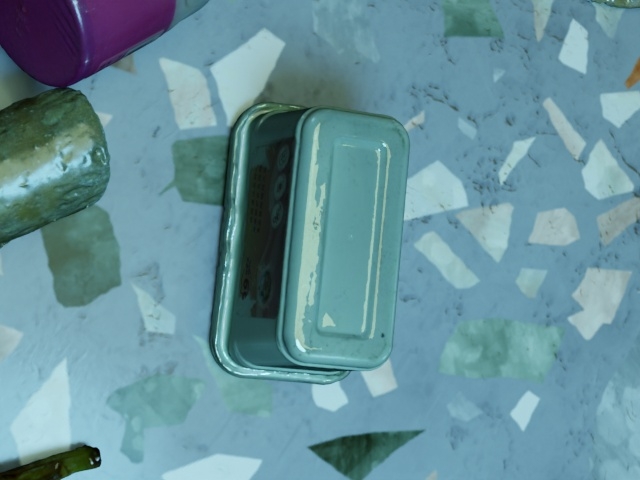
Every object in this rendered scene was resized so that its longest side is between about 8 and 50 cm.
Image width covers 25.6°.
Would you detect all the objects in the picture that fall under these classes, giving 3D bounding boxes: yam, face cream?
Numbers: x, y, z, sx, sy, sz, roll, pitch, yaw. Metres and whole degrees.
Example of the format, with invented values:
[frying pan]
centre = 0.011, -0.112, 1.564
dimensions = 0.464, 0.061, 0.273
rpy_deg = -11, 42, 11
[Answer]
[yam]
centre = -0.370, -0.034, 1.402
dimensions = 0.330, 0.133, 0.133
rpy_deg = -29, 99, -16
[face cream]
centre = -0.226, -0.271, 1.425
dimensions = 0.195, 0.175, 0.175
rpy_deg = -37, 102, -36

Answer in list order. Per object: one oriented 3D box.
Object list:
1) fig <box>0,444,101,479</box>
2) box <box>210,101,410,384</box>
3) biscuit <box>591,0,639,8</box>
[fig]
centre = -0.353, 0.301, 1.398
dimensions = 0.290, 0.191, 0.190
rpy_deg = -8, 91, -58
[box]
centre = 0.000, 0.000, 1.517
dimensions = 0.175, 0.182, 0.311
rpy_deg = 7, 85, -22
[biscuit]
centre = 0.328, -0.393, 1.745
dimensions = 0.133, 0.032, 0.250
rpy_deg = -23, 97, -20
